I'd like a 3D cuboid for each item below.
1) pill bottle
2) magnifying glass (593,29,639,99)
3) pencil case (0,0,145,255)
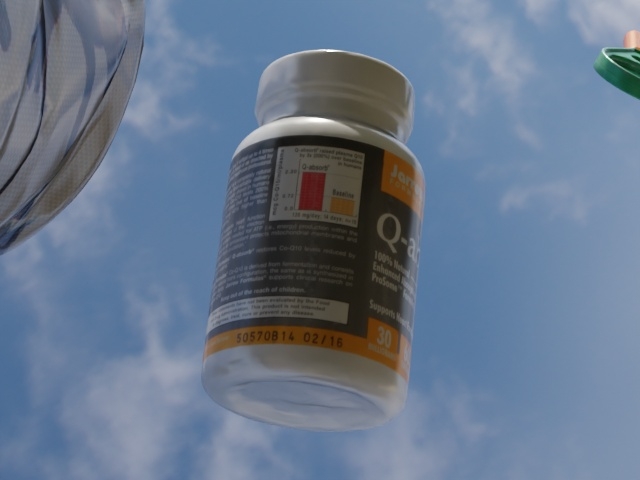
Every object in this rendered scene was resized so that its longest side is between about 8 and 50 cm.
[{"bbox_3d":[0.000,0.000,1.170,0.162,0.162,0.278,19,-115,-26],"label":"pill bottle"},{"bbox_3d":[0.319,-0.177,1.468,0.092,0.026,0.231,26,-160,1],"label":"magnifying glass"},{"bbox_3d":[-0.147,-0.065,0.308,0.160,0.410,0.183,1,-86,3],"label":"pencil case"}]
